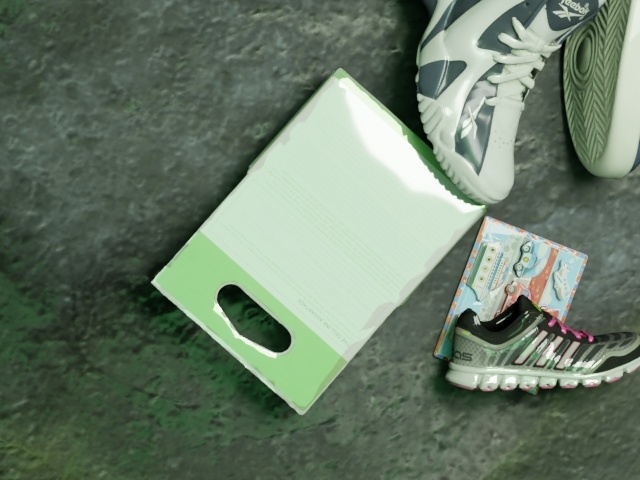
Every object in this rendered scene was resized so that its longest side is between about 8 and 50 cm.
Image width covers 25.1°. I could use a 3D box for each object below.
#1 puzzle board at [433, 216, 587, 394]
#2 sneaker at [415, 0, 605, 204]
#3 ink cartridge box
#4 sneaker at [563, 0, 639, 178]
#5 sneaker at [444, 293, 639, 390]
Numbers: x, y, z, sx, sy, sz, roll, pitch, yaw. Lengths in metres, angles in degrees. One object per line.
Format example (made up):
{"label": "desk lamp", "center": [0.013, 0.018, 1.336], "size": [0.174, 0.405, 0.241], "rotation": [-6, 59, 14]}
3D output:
{"label": "puzzle board", "center": [0.163, 0.056, 1.226], "size": [0.096, 0.011, 0.128], "rotation": [21, 88, -6]}
{"label": "sneaker", "center": [0.161, -0.155, 1.140], "size": [0.094, 0.153, 0.235], "rotation": [16, 67, -49]}
{"label": "ink cartridge box", "center": [0.000, 0.000, 1.186], "size": [0.171, 0.056, 0.235], "rotation": [42, 88, -5]}
{"label": "sneaker", "center": [0.301, -0.218, 1.185], "size": [0.148, 0.131, 0.350], "rotation": [8, 94, -15]}
{"label": "sneaker", "center": [0.186, 0.081, 1.190], "size": [0.170, 0.063, 0.074], "rotation": [-4, 97, -1]}
